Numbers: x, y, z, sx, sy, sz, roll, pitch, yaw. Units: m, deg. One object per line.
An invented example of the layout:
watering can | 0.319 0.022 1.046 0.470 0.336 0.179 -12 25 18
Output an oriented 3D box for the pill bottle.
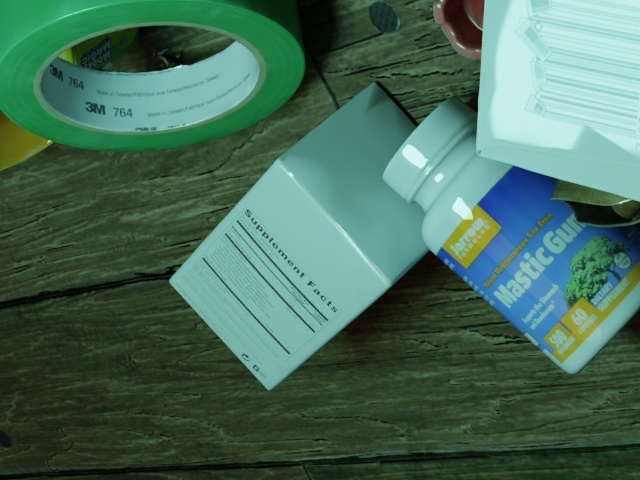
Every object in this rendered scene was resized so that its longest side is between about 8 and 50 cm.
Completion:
pill bottle | 0.195 -0.011 1.642 0.272 0.152 0.152 42 141 8

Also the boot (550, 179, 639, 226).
boot | 0.314 -0.060 1.454 0.112 0.115 0.305 40 163 -22

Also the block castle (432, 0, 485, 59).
block castle | 0.033 -0.380 1.441 0.453 0.213 0.303 35 140 16

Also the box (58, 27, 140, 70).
box | -0.256 -0.262 1.899 0.043 0.105 0.179 29 138 27

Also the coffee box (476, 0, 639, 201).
coffee box | 0.341 -0.214 1.145 0.338 0.334 0.337 18 118 32

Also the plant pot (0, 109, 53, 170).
plant pot | -0.408 -0.212 2.030 0.188 0.205 0.205 56 144 15

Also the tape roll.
tape roll | -0.178 -0.195 1.732 0.321 0.321 0.077 -39 53 52

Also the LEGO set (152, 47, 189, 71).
LEGO set | -0.167 -0.191 1.938 0.083 0.023 0.054 27 137 25

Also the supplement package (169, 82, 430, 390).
supplement package | 0.000 0.000 1.816 0.175 0.177 0.293 48 141 2
